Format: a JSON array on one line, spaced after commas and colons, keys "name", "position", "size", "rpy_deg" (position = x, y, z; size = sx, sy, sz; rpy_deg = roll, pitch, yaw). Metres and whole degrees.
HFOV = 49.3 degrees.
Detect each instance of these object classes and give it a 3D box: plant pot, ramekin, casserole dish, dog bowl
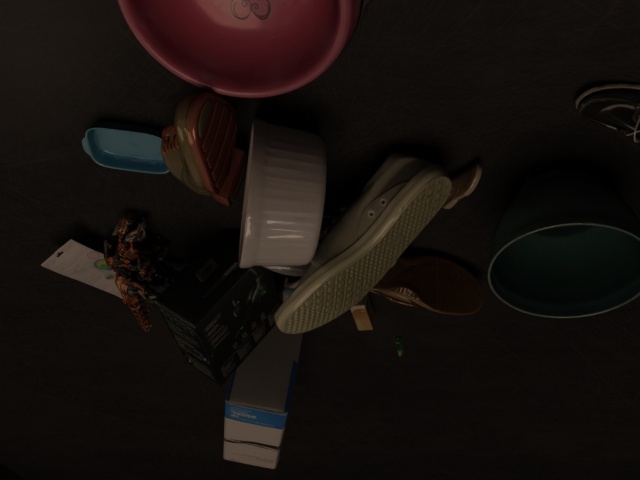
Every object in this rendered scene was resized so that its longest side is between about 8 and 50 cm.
[{"name": "plant pot", "position": [0.467, -0.011, 1.338], "size": [0.293, 0.196, 0.293], "rpy_deg": [5, 141, 4]}, {"name": "ramekin", "position": [-0.073, -0.081, 1.300], "size": [0.135, 0.277, 0.277], "rpy_deg": [6, 143, -8]}, {"name": "casserole dish", "position": [-0.381, -0.189, 1.402], "size": [0.188, 0.037, 0.114], "rpy_deg": [7, 142, 1]}, {"name": "dog bowl", "position": [-0.116, -0.383, 1.016], "size": [0.407, 0.150, 0.408], "rpy_deg": [5, 142, 4]}]

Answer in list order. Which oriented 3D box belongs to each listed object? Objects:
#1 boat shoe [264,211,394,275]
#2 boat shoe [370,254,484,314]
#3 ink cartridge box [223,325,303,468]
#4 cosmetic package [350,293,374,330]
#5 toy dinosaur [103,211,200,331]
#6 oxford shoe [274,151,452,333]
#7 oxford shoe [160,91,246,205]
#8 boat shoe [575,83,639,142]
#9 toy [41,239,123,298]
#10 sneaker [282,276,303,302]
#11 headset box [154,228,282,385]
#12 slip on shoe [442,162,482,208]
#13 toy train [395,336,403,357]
[{"name": "boat shoe", "position": [0.000, 0.000, 1.500], "size": [0.335, 0.119, 0.121], "rpy_deg": [5, 132, -4]}, {"name": "boat shoe", "position": [0.204, 0.094, 1.609], "size": [0.341, 0.123, 0.123], "rpy_deg": [11, 172, -8]}, {"name": "ink cartridge box", "position": [-0.160, 0.417, 1.926], "size": [0.166, 0.286, 0.395], "rpy_deg": [11, 142, -1]}, {"name": "cosmetic package", "position": [0.105, 0.171, 1.749], "size": [0.041, 0.060, 0.115], "rpy_deg": [-4, 142, 15]}, {"name": "toy dinosaur", "position": [-0.411, 0.081, 1.670], "size": [0.218, 0.164, 0.322], "rpy_deg": [13, 146, 7]}, {"name": "oxford shoe", "position": [0.066, 0.006, 1.369], "size": [0.449, 0.130, 0.169], "rpy_deg": [-49, 149, 13]}, {"name": "oxford shoe", "position": [-0.228, -0.159, 1.248], "size": [0.146, 0.141, 0.397], "rpy_deg": [18, 165, 3]}, {"name": "boat shoe", "position": [0.547, -0.203, 1.178], "size": [0.233, 0.079, 0.084], "rpy_deg": [14, 143, -5]}, {"name": "toy", "position": [-0.546, 0.060, 1.731], "size": [0.137, 0.056, 0.237], "rpy_deg": [-33, 132, 30]}, {"name": "sneaker", "position": [-0.002, 0.121, 1.648], "size": [0.228, 0.092, 0.087], "rpy_deg": [-8, 174, 37]}, {"name": "headset box", "position": [-0.224, 0.151, 1.612], "size": [0.131, 0.246, 0.283], "rpy_deg": [27, 151, 26]}, {"name": "slip on shoe", "position": [0.267, -0.109, 1.374], "size": [0.041, 0.051, 0.135], "rpy_deg": [18, 149, -16]}, {"name": "toy train", "position": [0.216, 0.294, 1.911], "size": [0.017, 0.024, 0.083], "rpy_deg": [-1, 141, 12]}]
